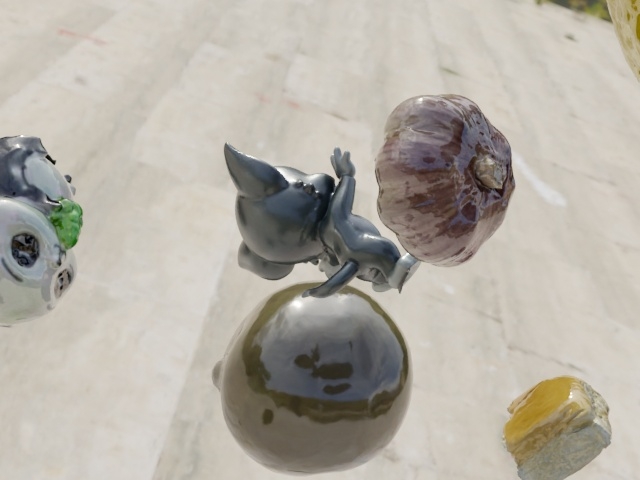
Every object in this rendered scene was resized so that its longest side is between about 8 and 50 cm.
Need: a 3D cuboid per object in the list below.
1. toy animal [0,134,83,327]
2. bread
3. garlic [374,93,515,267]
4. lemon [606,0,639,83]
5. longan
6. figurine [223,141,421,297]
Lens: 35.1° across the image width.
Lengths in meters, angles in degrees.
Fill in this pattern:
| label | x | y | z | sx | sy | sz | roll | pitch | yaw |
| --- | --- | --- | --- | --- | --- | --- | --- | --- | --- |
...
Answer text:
| label | x | y | z | sx | sy | sz | roll | pitch | yaw |
| --- | --- | --- | --- | --- | --- | --- | --- | --- | --- |
| toy animal | -0.450 | -0.011 | 1.489 | 0.213 | 0.212 | 0.266 | 5 | 50 | -31 |
| bread | 0.238 | 0.190 | 1.032 | 0.082 | 0.106 | 0.125 | 43 | 19 | 3 |
| garlic | 0.115 | -0.057 | 0.909 | 0.147 | 0.159 | 0.102 | 10 | -9 | -40 |
| lemon | 0.385 | -0.194 | 0.728 | 0.387 | 0.350 | 0.350 | 60 | 19 | -16 |
| longan | -0.017 | 0.230 | 1.679 | 0.361 | 0.360 | 0.361 | 17 | 25 | -8 |
| figurine | -0.001 | 0.004 | 1.225 | 0.140 | 0.193 | 0.265 | -26 | 51 | -24 |
